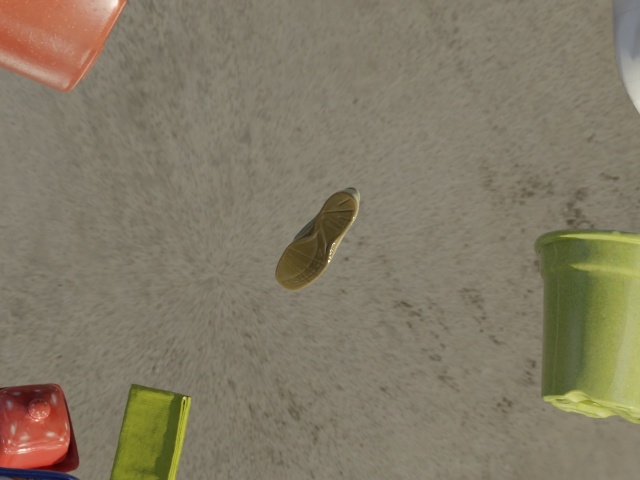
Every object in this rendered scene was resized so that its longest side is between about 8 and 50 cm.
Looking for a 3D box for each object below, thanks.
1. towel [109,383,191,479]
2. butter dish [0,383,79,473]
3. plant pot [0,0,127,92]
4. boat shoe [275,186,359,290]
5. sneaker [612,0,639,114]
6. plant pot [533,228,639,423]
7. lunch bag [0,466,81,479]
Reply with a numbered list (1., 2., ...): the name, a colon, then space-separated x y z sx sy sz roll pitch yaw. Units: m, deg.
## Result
1. towel: -0.248 0.323 1.415 0.102 0.021 0.237 8 81 22
2. butter dish: -0.458 0.286 1.618 0.159 0.118 0.160 -2 60 -33
3. plant pot: -0.242 -0.246 0.676 0.265 0.272 0.272 26 86 -20
4. boat shoe: -0.001 -0.002 1.280 0.056 0.048 0.153 34 112 3
5. sneaker: 0.219 -0.174 0.456 0.108 0.169 0.293 43 59 -24
6. plant pot: 0.454 0.144 1.604 0.276 0.276 0.254 14 77 -5
7. lunch bag: -0.346 0.280 0.873 0.303 0.115 0.243 13 124 -31
